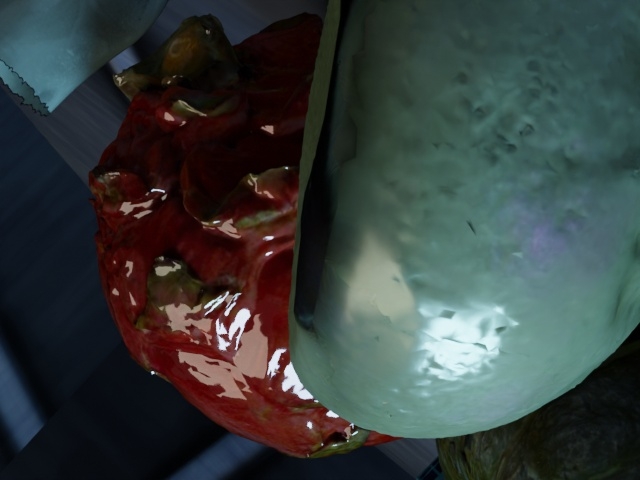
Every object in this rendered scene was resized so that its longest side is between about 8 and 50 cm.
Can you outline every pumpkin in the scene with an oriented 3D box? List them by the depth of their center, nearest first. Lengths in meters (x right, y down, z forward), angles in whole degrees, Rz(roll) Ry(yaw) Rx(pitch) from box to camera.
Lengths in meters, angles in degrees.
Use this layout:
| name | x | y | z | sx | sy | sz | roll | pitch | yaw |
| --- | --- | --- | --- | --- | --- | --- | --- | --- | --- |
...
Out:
| name | x | y | z | sx | sy | sz | roll | pitch | yaw |
| --- | --- | --- | --- | --- | --- | --- | --- | --- | --- |
| pumpkin | 0.216 | 0.151 | 1.031 | 0.325 | 0.242 | 0.232 | 112 | 141 | -72 |

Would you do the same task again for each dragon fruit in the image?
| name | x | y | z | sx | sy | sz | roll | pitch | yaw |
| --- | --- | --- | --- | --- | --- | --- | --- | --- | --- |
| dragon fruit | 0.000 | 0.000 | 0.913 | 0.342 | 0.277 | 0.277 | 42 | 171 | -29 |

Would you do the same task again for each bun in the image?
| name | x | y | z | sx | sy | sz | roll | pitch | yaw |
| --- | --- | --- | --- | --- | --- | --- | --- | --- | --- |
| bun | 0.083 | -0.051 | 0.566 | 0.179 | 0.283 | 0.283 | 9 | 168 | -1 |

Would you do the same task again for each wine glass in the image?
| name | x | y | z | sx | sy | sz | roll | pitch | yaw |
| --- | --- | --- | --- | --- | --- | --- | --- | --- | --- |
| wine glass | -0.138 | -0.176 | 0.899 | 0.093 | 0.202 | 0.093 | 42 | 169 | 10 |

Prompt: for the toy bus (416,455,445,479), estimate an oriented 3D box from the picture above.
| name | x | y | z | sx | sy | sz | roll | pitch | yaw |
| --- | --- | --- | --- | --- | --- | --- | --- | --- | --- |
| toy bus | 0.190 | 0.238 | 1.515 | 0.079 | 0.160 | 0.092 | 45 | 178 | -21 |
